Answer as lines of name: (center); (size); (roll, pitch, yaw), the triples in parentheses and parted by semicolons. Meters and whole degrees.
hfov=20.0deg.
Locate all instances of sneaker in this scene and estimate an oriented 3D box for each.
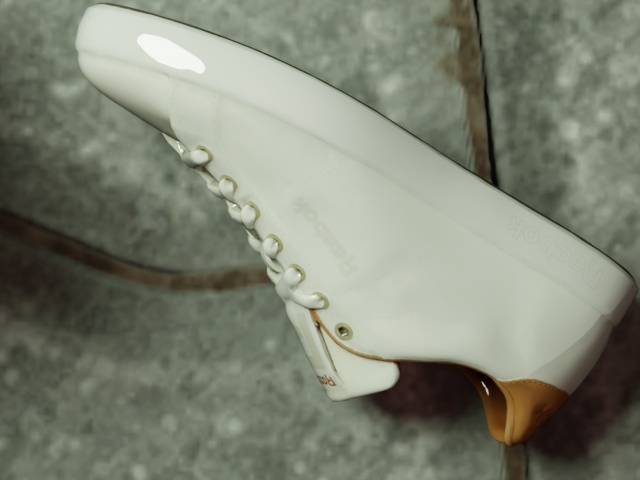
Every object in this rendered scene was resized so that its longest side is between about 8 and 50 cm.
sneaker: (0.000, 0.000, 0.833); (0.290, 0.106, 0.123); (31, 87, -7)
